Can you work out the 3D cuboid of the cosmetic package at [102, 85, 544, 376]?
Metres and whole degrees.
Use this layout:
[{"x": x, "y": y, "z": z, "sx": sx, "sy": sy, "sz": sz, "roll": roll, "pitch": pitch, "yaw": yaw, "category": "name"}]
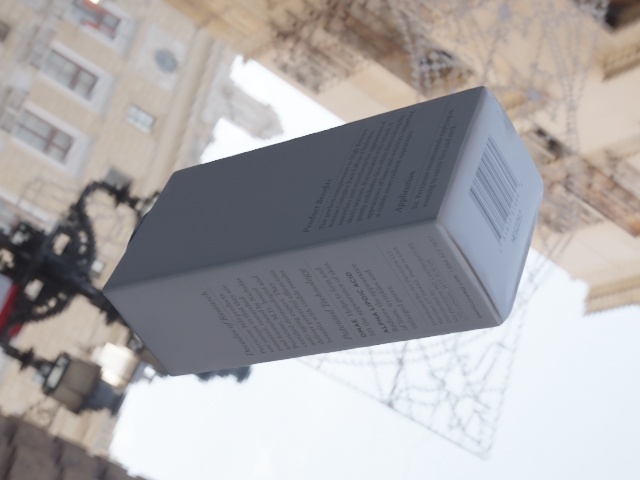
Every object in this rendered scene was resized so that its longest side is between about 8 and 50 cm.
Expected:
[{"x": 0.000, "y": 0.000, "z": 0.710, "sx": 0.231, "sy": 0.085, "sz": 0.117, "roll": -13, "pitch": -145, "yaw": 34, "category": "cosmetic package"}]
